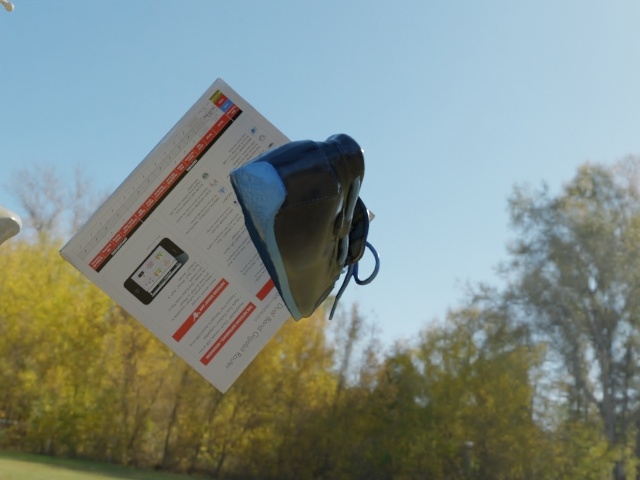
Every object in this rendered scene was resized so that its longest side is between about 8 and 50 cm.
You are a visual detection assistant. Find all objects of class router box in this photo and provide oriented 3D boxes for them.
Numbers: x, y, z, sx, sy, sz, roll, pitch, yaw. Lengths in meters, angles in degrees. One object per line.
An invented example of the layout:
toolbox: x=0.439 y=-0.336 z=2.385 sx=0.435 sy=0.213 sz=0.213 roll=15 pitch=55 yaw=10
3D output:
router box: x=-0.143 y=-0.006 z=1.161 sx=0.301 sy=0.335 sz=0.082 roll=42 pitch=-7 yaw=-3

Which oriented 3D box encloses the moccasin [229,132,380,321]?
moccasin: x=0.000 y=0.000 z=0.779 sx=0.116 sy=0.138 sz=0.342 roll=-27 pitch=-9 yaw=-6

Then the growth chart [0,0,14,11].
growth chart: x=-0.524 y=-0.531 z=1.358 sx=0.021 sy=0.237 sz=0.172 roll=29 pitch=-5 yaw=40

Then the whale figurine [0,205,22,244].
whale figurine: x=-0.501 y=-0.081 z=1.001 sx=0.141 sy=0.216 sz=0.272 roll=-11 pitch=-52 yaw=33
